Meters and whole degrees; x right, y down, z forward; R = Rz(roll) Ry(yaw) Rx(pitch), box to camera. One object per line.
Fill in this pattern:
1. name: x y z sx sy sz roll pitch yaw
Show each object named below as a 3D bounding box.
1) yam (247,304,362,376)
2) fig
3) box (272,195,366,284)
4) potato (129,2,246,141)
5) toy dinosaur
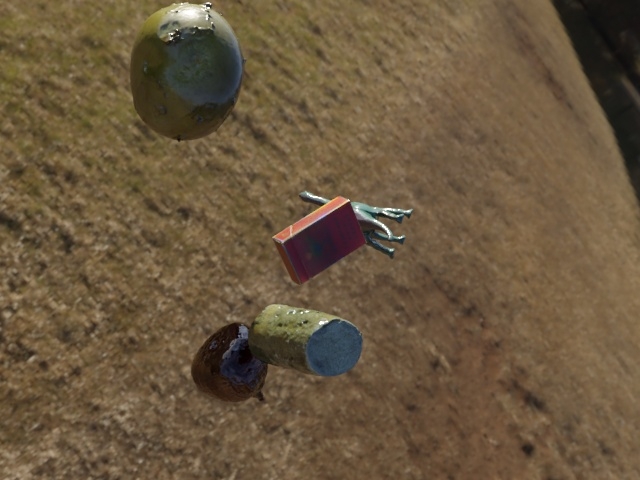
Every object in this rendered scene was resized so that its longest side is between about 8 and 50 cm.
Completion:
1. yam: -0.026 0.165 1.380 0.107 0.194 0.107 -2 93 -37
2. fig: -0.144 0.256 1.532 0.134 0.146 0.201 21 -36 50
3. box: -0.001 0.000 1.734 0.048 0.175 0.112 29 -34 57
4. potato: -0.264 -0.340 1.682 0.219 0.269 0.359 9 11 -7
5. toy dinosaur: 0.056 -0.065 2.152 0.331 0.129 0.383 18 7 11
